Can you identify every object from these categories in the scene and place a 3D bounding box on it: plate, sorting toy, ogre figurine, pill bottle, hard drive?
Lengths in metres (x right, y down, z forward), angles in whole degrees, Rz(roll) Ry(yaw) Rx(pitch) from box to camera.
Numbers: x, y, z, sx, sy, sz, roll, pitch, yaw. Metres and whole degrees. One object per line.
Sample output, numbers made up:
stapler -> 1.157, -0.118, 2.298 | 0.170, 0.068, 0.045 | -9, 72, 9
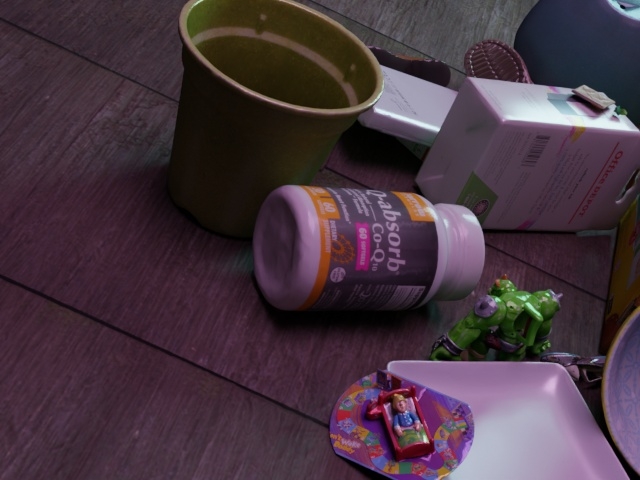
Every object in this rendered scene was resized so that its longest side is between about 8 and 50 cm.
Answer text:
plate -> 0.234, 0.262, 1.421 | 0.278, 0.045, 0.277 | 4, 42, -27
sorting toy -> 0.428, -0.211, 1.798 | 0.083, 0.012, 0.062 | 34, 28, 21
ogre figurine -> 0.245, 0.115, 1.548 | 0.197, 0.118, 0.097 | 11, 38, -20
pill bottle -> 0.065, 0.013, 1.532 | 0.278, 0.162, 0.162 | 1, 43, -28
hard drive -> 0.165, -0.211, 1.908 | 0.308, 0.040, 0.203 | 14, 30, -33

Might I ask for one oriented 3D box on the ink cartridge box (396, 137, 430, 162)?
ink cartridge box -> 0.184, -0.149, 1.913 | 0.063, 0.029, 0.115 | -19, 53, -44

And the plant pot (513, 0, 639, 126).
plant pot -> 0.506, -0.365, 2.034 | 0.290, 0.195, 0.290 | 7, 58, -11

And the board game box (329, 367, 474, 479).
board game box -> 0.092, 0.208, 1.358 | 0.169, 0.033, 0.133 | 21, 52, 24

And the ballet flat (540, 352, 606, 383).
ballet flat -> 0.354, 0.176, 1.605 | 0.114, 0.041, 0.041 | 6, 41, -24

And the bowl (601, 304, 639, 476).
bowl -> 0.501, 0.186, 1.531 | 0.289, 0.289, 0.156 | 28, 4, 4

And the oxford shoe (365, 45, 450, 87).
oxford shoe -> 0.114, -0.293, 2.036 | 0.212, 0.076, 0.076 | 7, 10, -20

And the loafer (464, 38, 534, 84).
loafer -> 0.333, -0.232, 2.020 | 0.102, 0.092, 0.268 | -27, 63, 0

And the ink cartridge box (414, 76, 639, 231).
ink cartridge box -> 0.349, -0.127, 1.832 | 0.354, 0.207, 0.119 | 2, 40, -31

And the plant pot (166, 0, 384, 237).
plant pot -> -0.087, -0.152, 1.568 | 0.276, 0.254, 0.276 | 15, 37, -11

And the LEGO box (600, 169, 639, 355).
LEGO box -> 0.612, -0.058, 1.763 | 0.193, 0.372, 0.500 | 27, 37, 1
